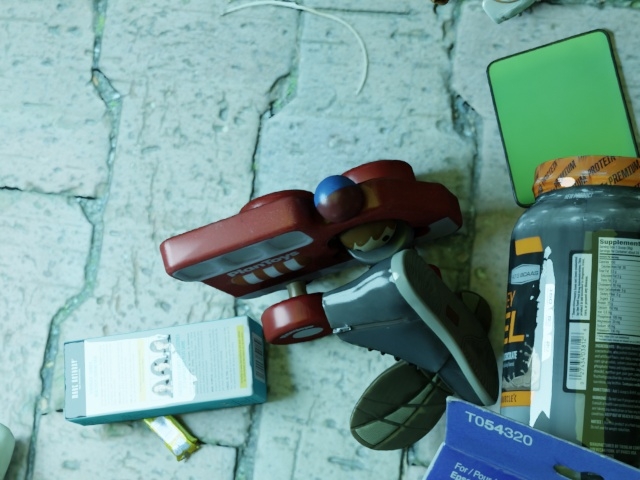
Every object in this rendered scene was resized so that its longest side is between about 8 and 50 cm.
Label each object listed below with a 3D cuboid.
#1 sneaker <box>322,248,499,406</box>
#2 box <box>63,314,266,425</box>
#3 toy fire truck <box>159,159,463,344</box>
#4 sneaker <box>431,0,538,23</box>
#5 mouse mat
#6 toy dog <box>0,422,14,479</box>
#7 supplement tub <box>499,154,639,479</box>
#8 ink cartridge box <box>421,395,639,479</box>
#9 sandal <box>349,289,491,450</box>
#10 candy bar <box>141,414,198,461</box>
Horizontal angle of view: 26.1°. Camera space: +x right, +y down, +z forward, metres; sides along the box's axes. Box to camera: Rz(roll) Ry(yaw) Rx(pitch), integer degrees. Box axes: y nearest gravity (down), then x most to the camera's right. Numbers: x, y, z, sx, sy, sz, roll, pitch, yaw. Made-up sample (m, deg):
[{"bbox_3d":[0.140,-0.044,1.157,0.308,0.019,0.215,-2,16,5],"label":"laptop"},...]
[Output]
[{"bbox_3d":[0.105,0.110,1.534,0.118,0.222,0.083,-23,27,29],"label":"sneaker"},{"bbox_3d":[-0.192,0.162,1.690,0.244,0.060,0.101,-9,72,13],"label":"box"},{"bbox_3d":[0.000,0.000,1.561,0.302,0.254,0.169,-18,74,16],"label":"toy fire truck"},{"bbox_3d":[0.260,-0.312,1.618,0.290,0.106,0.123,6,92,28],"label":"sneaker"},{"bbox_3d":[0.283,-0.143,1.619,0.152,0.007,0.190,-15,74,17],"label":"mouse mat"},{"bbox_3d":[-0.354,0.454,1.595,0.407,0.284,0.395,28,91,21],"label":"toy dog"},{"bbox_3d":[0.298,0.092,1.460,0.207,0.207,0.338,1,80,20],"label":"supplement tub"},{"bbox_3d":[0.252,0.338,1.387,0.324,0.330,0.071,20,48,23],"label":"ink cartridge box"},{"bbox_3d":[0.115,0.151,1.594,0.090,0.060,0.219,35,78,-5],"label":"sandal"},{"bbox_3d":[-0.213,0.211,1.726,0.040,0.018,0.161,-47,68,3],"label":"candy bar"}]
